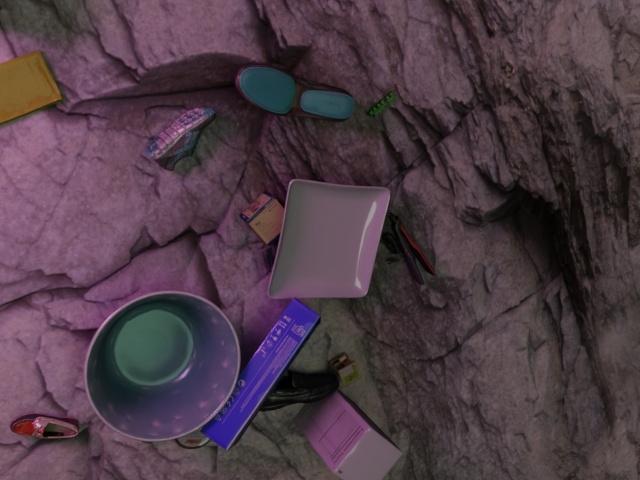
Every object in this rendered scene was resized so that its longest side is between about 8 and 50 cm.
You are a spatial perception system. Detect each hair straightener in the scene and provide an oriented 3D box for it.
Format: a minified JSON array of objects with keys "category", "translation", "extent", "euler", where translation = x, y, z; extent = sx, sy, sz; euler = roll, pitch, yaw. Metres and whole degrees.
[{"category":"hair straightener","translation":[0.204,0.026,1.617],"extent":[0.089,0.047,0.230],"euler":[-39,116,-11]}]

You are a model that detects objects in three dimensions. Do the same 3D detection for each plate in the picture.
[{"category":"plate","translation":[0.015,-0.001,1.476],"extent":[0.278,0.045,0.277],"euler":[2,107,-33]}]

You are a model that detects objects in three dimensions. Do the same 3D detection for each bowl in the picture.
[{"category":"bowl","translation":[-0.341,0.242,1.352],"extent":[0.311,0.163,0.311],"euler":[-4,99,-25]}]

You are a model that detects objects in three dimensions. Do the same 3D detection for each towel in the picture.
[{"category":"towel","translation":[-0.608,-0.261,1.180],"extent":[0.237,0.021,0.102],"euler":[-26,114,-16]}]

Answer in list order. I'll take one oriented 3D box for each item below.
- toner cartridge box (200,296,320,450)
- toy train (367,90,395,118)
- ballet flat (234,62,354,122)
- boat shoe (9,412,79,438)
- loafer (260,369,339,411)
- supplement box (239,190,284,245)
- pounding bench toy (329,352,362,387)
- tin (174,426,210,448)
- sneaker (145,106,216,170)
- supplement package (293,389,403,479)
[{"category":"toner cartridge box","translation":[-0.126,0.297,1.450],"extent":[0.075,0.165,0.348],"euler":[34,81,8]},{"category":"toy train","translation":[0.143,-0.318,1.512],"extent":[0.083,0.017,0.023],"euler":[-43,128,-8]},{"category":"ballet flat","translation":[-0.062,-0.309,1.374],"extent":[0.280,0.096,0.095],"euler":[11,103,-28]},{"category":"boat shoe","translation":[-0.582,0.397,1.362],"extent":[0.137,0.043,0.049],"euler":[10,102,-25]},{"category":"loafer","translation":[-0.060,0.355,1.570],"extent":[0.223,0.076,0.078],"euler":[-9,112,-17]},{"category":"supplement box","translation":[-0.120,-0.049,1.442],"extent":[0.083,0.056,0.083],"euler":[-44,118,-8]},{"category":"pounding bench toy","translation":[0.057,0.312,1.619],"extent":[0.052,0.065,0.083],"euler":[-27,114,-15]},{"category":"tin","translation":[-0.287,0.397,1.503],"extent":[0.106,0.040,0.189],"euler":[10,100,-22]},{"category":"sneaker","translation":[-0.279,-0.209,1.333],"extent":[0.166,0.065,0.076],"euler":[-39,133,-7]},{"category":"supplement package","translation":[0.062,0.476,1.566],"extent":[0.139,0.244,0.134],"euler":[-49,118,-5]}]
